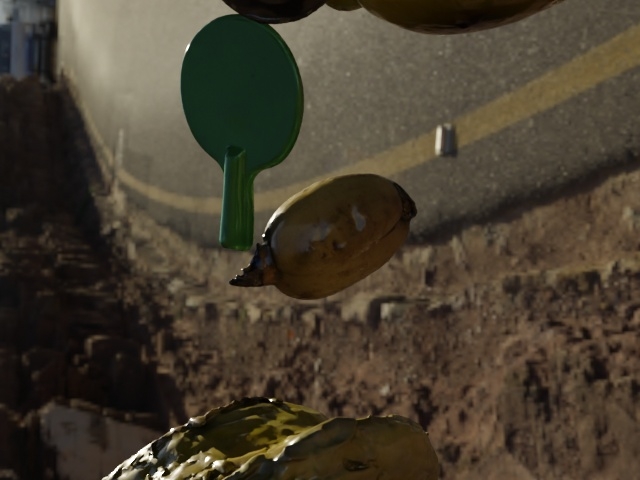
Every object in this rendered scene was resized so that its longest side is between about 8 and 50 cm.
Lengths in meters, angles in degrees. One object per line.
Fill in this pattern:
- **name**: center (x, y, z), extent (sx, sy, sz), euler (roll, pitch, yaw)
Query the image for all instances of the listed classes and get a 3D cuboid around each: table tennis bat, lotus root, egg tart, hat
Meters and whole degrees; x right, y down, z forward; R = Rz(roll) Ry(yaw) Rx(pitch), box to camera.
- **table tennis bat**: center (-0.086, -0.111, 1.052), extent (0.160, 0.039, 0.257), euler (16, 112, 32)
- **lotus root**: center (0.000, 0.000, 1.075), extent (0.118, 0.221, 0.125), euler (52, 165, 57)
- **egg tart**: center (-0.071, 0.217, 0.713), extent (0.132, 0.341, 0.341), euler (55, 145, 26)
- **hat**: center (-0.036, -0.238, 0.823), extent (0.121, 0.121, 0.050), euler (111, 170, -45)

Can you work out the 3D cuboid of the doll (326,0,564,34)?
- **doll**: center (0.184, -0.287, 0.829), extent (0.348, 0.423, 0.161), euler (49, -138, -74)
